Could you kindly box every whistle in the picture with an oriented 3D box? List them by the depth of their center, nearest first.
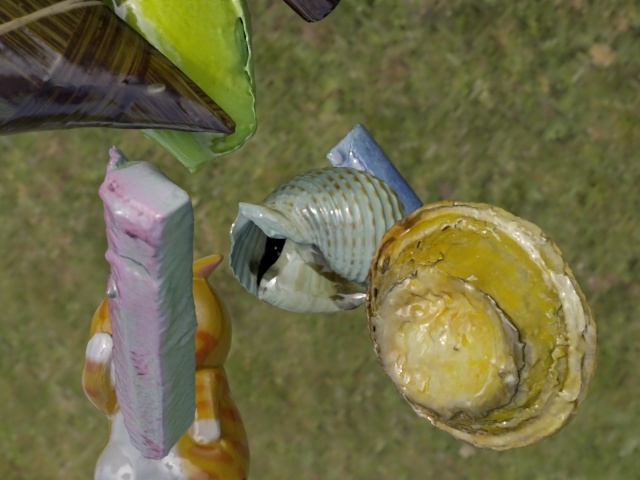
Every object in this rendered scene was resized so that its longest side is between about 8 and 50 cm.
[{"bbox_3d":[0.109,-0.001,1.891,0.304,0.062,0.062,54,152,18],"label":"whistle"}]

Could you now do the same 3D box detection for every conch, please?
[{"bbox_3d":[0.003,-0.003,1.443,0.153,0.102,0.135,14,118,0],"label":"conch"}]

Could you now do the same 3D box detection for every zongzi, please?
[{"bbox_3d":[-0.223,-0.089,1.196,0.241,0.248,0.111,41,155,8],"label":"zongzi"}]

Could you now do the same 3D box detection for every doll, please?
[{"bbox_3d":[-0.155,0.159,1.713,0.166,0.162,0.270,-12,87,28],"label":"doll"}]

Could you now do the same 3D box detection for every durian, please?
[{"bbox_3d":[-0.125,-0.176,1.345,0.101,0.139,0.250,-36,70,52],"label":"durian"}]

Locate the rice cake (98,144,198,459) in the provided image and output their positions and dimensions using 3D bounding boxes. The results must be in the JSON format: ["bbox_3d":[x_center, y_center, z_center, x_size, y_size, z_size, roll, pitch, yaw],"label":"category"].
[{"bbox_3d":[-0.114,0.046,1.060,0.081,0.051,0.290,48,155,23],"label":"rice cake"}]

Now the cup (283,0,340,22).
[{"bbox_3d":[0.026,-0.278,1.149,0.177,0.239,0.166,13,174,-33],"label":"cup"}]

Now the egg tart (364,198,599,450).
[{"bbox_3d":[0.102,0.065,1.195,0.191,0.074,0.191,11,110,33],"label":"egg tart"}]
